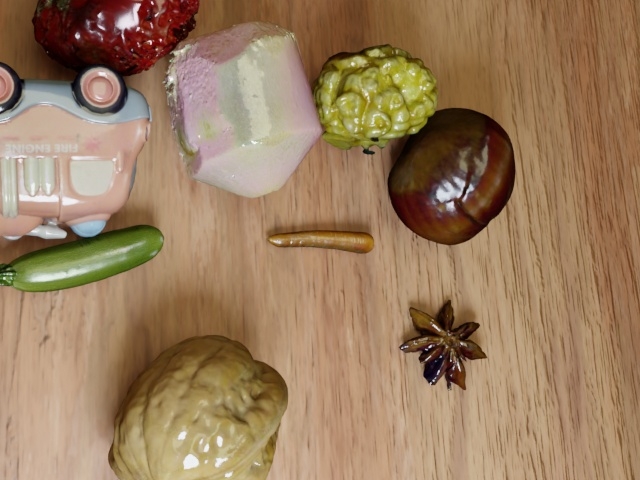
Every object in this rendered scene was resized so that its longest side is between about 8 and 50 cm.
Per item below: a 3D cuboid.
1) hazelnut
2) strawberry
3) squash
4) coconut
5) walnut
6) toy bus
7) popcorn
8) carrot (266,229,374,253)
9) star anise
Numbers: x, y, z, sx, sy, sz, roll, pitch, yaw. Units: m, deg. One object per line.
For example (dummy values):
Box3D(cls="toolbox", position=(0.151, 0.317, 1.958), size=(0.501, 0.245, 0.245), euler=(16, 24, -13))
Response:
Box3D(cls="hazelnut", position=(0.227, -0.102, 1.360), size=(0.229, 0.229, 0.230), euler=(6, 76, -22))
Box3D(cls="strawberry", position=(-0.280, -0.359, 1.181), size=(0.220, 0.274, 0.274), euler=(31, 64, -48))
Box3D(cls="squash", position=(-0.343, 0.031, 1.143), size=(0.252, 0.066, 0.066), euler=(-16, 84, -25))
Box3D(cls="coconut", position=(-0.116, -0.186, 1.211), size=(0.233, 0.233, 0.245), euler=(-12, 88, -25))
Box3D(cls="walnut", position=(-0.161, 0.249, 1.090), size=(0.257, 0.257, 0.225), euler=(-33, 117, -26))
Box3D(cls="toy bus", position=(-0.377, -0.117, 1.101), size=(0.287, 0.194, 0.232), euler=(-1, 86, -24))
Box3D(cls="popcorn", position=(0.087, -0.234, 1.333), size=(0.218, 0.189, 0.170), euler=(-8, 88, -25))
Box3D(cls="carrot", position=(0.000, 0.000, 1.322), size=(0.190, 0.037, 0.037), euler=(3, 77, -19))
Box3D(cls="star anise", position=(0.210, 0.173, 1.357), size=(0.167, 0.057, 0.168), euler=(5, 77, -23))
